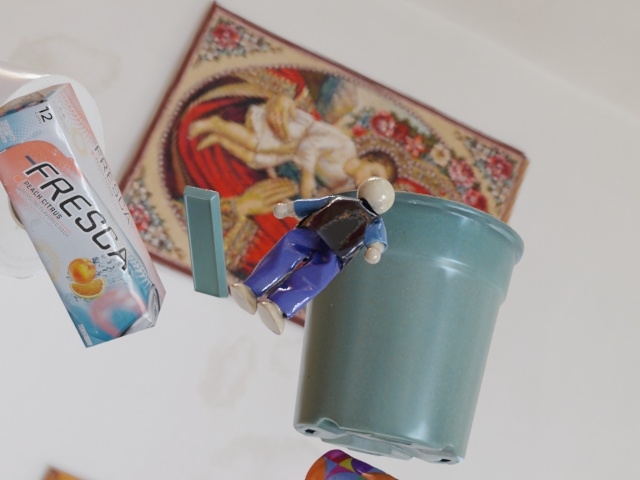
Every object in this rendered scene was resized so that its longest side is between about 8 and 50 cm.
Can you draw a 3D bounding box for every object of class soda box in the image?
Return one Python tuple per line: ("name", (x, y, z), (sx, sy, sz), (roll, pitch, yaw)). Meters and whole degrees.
("soda box", (-0.177, -0.018, 0.631), (0.058, 0.183, 0.063), (-19, -159, 7))

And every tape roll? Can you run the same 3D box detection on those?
("tape roll", (-0.394, -0.094, 1.027), (0.246, 0.169, 0.246), (15, 90, -73))

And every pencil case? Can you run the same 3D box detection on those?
("pencil case", (0.083, 0.373, 1.180), (0.236, 0.104, 0.104), (21, -97, 43))

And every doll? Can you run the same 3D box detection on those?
("doll", (0.000, 0.000, 0.814), (0.189, 0.129, 0.046), (-42, 142, -22))

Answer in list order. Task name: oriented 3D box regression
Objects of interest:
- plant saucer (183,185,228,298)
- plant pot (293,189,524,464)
("plant saucer", (-0.188, 0.007, 1.402), (0.018, 0.067, 0.192), (-37, 133, -51))
("plant pot", (0.113, 0.144, 1.295), (0.341, 0.341, 0.334), (126, -22, -69))
